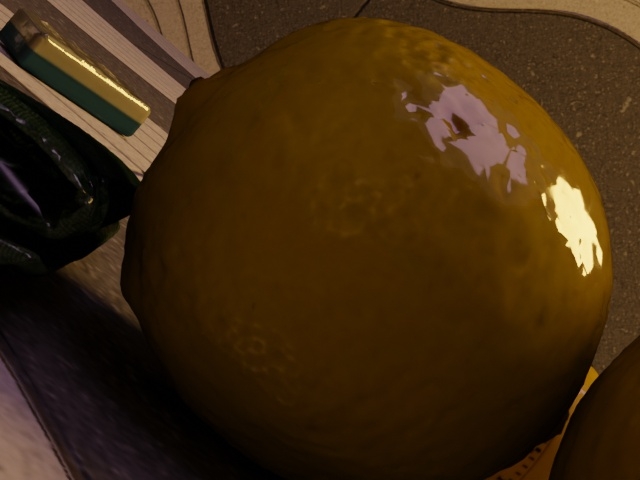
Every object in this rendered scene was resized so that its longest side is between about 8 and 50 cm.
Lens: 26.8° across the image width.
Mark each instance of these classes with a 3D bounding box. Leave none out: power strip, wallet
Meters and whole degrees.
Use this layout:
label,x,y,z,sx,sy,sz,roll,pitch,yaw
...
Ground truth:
label,x,y,z,sx,sy,sz,roll,pitch,yaw
power strip,-0.185,-0.126,1.026,0.123,0.032,0.056,36,8,-44
wallet,-0.146,-0.048,0.515,0.160,0.055,0.236,36,-1,-4

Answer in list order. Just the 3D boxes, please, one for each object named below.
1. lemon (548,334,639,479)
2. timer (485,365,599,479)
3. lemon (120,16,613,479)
label,x,y,z,sx,sy,sz,roll,pitch,yaw
lemon,0.193,0.123,0.487,0.263,0.236,0.236,25,13,-35
timer,0.116,0.110,0.745,0.109,0.107,0.107,35,6,-10
lemon,0.023,0.011,0.517,0.203,0.178,0.178,41,5,-12
